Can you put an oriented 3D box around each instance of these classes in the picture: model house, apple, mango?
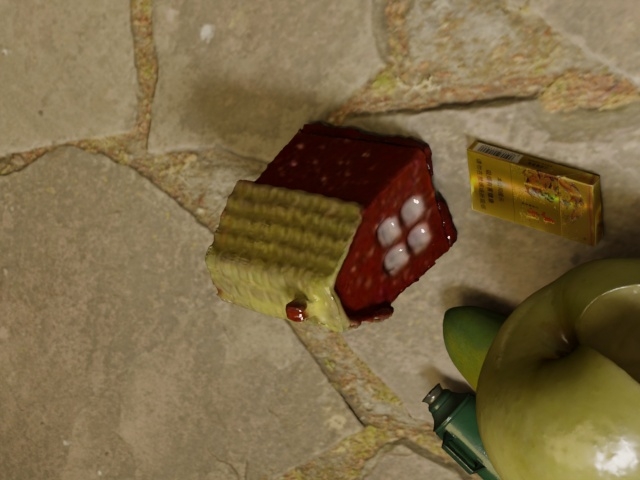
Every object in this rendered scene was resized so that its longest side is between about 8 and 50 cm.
[{"bbox_3d":[0.000,0.000,2.005,0.196,0.254,0.160,12,130,36],"label":"model house"},{"bbox_3d":[0.311,0.166,1.840,0.292,0.292,0.254,-5,136,47],"label":"apple"},{"bbox_3d":[0.244,0.160,2.069,0.237,0.091,0.137,25,135,34],"label":"mango"}]

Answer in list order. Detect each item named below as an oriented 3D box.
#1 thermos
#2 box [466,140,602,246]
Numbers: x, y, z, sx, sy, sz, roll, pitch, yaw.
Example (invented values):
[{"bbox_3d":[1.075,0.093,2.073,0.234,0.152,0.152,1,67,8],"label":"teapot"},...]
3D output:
[{"bbox_3d":[0.201,0.257,2.215,0.187,0.083,0.073,44,167,3],"label":"thermos"},{"bbox_3d":[0.231,-0.051,1.921,0.156,0.022,0.089,20,139,30],"label":"box"}]
